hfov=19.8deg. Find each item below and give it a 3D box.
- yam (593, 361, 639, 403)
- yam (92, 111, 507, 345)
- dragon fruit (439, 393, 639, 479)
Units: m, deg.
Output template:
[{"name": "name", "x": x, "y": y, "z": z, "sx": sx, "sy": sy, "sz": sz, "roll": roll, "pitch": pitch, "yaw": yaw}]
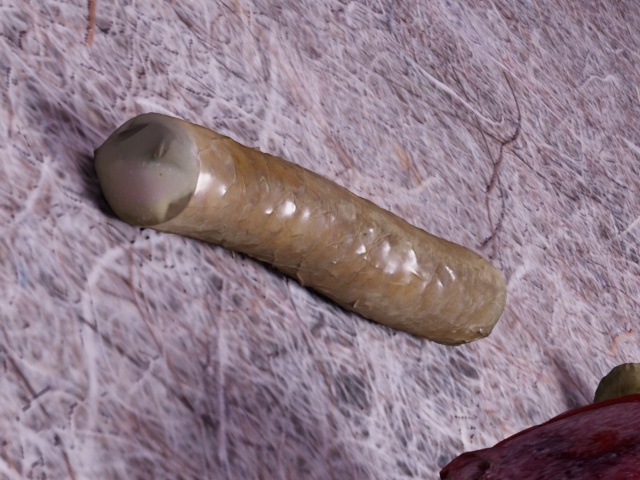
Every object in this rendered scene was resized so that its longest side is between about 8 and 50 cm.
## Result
[{"name": "yam", "x": 0.257, "y": 0.232, "z": 1.313, "sx": 0.083, "sy": 0.083, "sz": 0.371, "roll": 42, "pitch": 26, "yaw": -27}, {"name": "yam", "x": 0.000, "y": 0.000, "z": 1.140, "sx": 0.357, "sy": 0.081, "sz": 0.081, "roll": 22, "pitch": 39, "yaw": -51}, {"name": "dragon fruit", "x": 0.177, "y": 0.234, "z": 0.954, "sx": 0.291, "sy": 0.250, "sz": 0.269, "roll": 65, "pitch": -4, "yaw": -14}]
